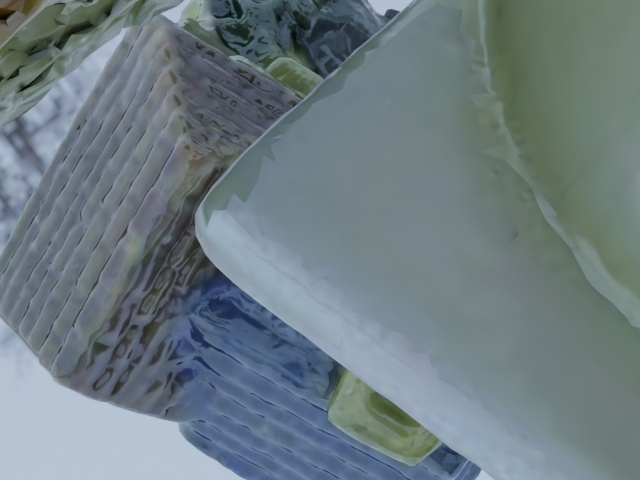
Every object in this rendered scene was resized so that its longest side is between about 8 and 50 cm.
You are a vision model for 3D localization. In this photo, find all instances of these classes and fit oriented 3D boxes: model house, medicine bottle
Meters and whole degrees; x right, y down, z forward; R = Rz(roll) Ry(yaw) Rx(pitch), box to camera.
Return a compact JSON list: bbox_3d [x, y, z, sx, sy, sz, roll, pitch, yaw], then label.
[{"bbox_3d":[0.000,0.000,1.066,0.261,0.321,0.266,-59,179,11],"label":"model house"},{"bbox_3d":[0.168,-0.042,0.490,0.236,0.236,0.406,-13,-158,44],"label":"medicine bottle"}]

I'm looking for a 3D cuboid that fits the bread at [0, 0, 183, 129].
[{"bbox_3d":[-0.143,-0.184,0.346,0.248,0.279,0.315,-41,158,-25],"label":"bread"}]
